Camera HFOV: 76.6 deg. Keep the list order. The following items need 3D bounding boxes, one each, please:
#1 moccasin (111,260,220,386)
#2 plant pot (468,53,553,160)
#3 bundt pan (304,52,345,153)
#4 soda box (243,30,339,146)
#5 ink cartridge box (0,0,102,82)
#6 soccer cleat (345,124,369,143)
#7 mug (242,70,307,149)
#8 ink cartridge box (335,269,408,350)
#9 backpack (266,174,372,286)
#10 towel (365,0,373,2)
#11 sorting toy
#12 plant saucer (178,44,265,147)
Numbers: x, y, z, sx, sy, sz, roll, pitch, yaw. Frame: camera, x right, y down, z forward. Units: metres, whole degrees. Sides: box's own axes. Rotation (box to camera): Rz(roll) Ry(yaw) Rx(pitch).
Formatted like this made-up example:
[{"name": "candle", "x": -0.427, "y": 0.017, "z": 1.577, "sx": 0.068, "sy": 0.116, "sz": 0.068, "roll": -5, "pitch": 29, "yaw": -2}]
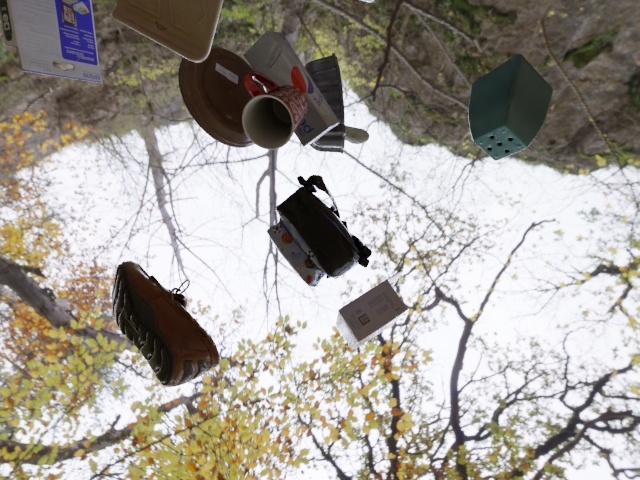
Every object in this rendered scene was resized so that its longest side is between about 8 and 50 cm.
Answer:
[{"name": "moccasin", "x": -0.355, "y": 0.162, "z": 0.912, "sx": 0.380, "sy": 0.139, "sz": 0.147, "roll": 28, "pitch": -161, "yaw": 37}, {"name": "plant pot", "x": 0.533, "y": -0.363, "z": 1.167, "sx": 0.165, "sy": 0.165, "sz": 0.234, "roll": 33, "pitch": -117, "yaw": -21}, {"name": "bundt pan", "x": 0.001, "y": -0.456, "z": 1.383, "sx": 0.124, "sy": 0.331, "sz": 0.331, "roll": -6, "pitch": -122, "yaw": -2}, {"name": "soda box", "x": -0.074, "y": -0.404, "z": 1.086, "sx": 0.286, "sy": 0.098, "sz": 0.091, "roll": 56, "pitch": -148, "yaw": -9}, {"name": "ink cartridge box", "x": -0.628, "y": -0.489, "z": 0.952, "sx": 0.045, "sy": 0.208, "sz": 0.206, "roll": 2, "pitch": -167, "yaw": 23}, {"name": "soccer cleat", "x": 0.110, "y": -0.449, "z": 1.691, "sx": 0.196, "sy": 0.076, "sz": 0.068, "roll": 23, "pitch": -83, "yaw": 29}, {"name": "mug", "x": -0.092, "y": -0.299, "z": 0.894, "sx": 0.113, "sy": 0.150, "sz": 0.169, "roll": 3, "pitch": -150, "yaw": 13}, {"name": "ink cartridge box", "x": 0.203, "y": 0.262, "z": 1.478, "sx": 0.272, "sy": 0.309, "sz": 0.130, "roll": -31, "pitch": -108, "yaw": -10}, {"name": "backpack", "x": 0.000, "y": 0.000, "z": 1.090, "sx": 0.213, "sy": 0.263, "sz": 0.276, "roll": -36, "pitch": -102, "yaw": 10}, {"name": "towel", "x": 0.114, "y": -0.861, "z": 1.208, "sx": 0.374, "sy": 0.320, "sz": 0.090, "roll": -2, "pitch": -87, "yaw": -31}, {"name": "sorting toy", "x": -0.218, "y": -0.408, "z": 0.618, "sx": 0.193, "sy": 0.208, "sz": 0.038, "roll": 31, "pitch": -158, "yaw": 12}, {"name": "plant saucer", "x": -0.237, "y": -0.382, "z": 1.063, "sx": 0.278, "sy": 0.041, "sz": 0.278, "roll": 17, "pitch": -113, "yaw": -45}]
